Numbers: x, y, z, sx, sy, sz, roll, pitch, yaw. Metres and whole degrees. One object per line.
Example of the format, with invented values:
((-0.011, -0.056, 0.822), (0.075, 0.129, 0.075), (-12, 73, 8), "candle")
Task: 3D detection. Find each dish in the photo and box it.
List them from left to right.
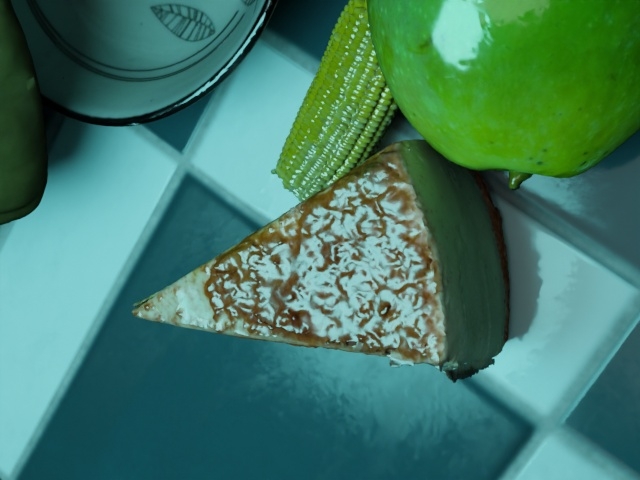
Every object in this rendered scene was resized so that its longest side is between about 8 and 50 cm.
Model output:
((-0.139, -0.247, 0.822), (0.317, 0.106, 0.316), (3, 97, 26), "dish")

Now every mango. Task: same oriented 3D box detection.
((0.160, -0.223, 0.644), (0.225, 0.201, 0.381), (27, 102, 25), "mango")

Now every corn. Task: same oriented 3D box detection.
((0.021, -0.106, 0.786), (0.085, 0.063, 0.165), (41, 112, 33), "corn")

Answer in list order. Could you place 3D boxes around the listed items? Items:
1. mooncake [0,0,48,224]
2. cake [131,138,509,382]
((-0.352, -0.143, 0.797), (0.324, 0.187, 0.324), (43, 146, 38), "mooncake")
((0.000, 0.000, 0.760), (0.262, 0.158, 0.159), (6, 94, 24), "cake")
